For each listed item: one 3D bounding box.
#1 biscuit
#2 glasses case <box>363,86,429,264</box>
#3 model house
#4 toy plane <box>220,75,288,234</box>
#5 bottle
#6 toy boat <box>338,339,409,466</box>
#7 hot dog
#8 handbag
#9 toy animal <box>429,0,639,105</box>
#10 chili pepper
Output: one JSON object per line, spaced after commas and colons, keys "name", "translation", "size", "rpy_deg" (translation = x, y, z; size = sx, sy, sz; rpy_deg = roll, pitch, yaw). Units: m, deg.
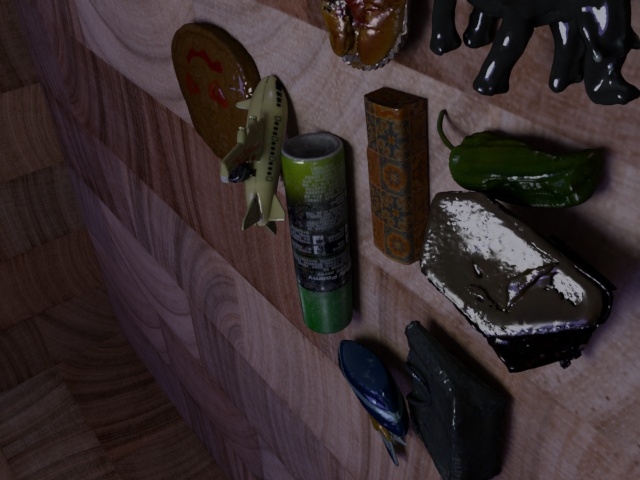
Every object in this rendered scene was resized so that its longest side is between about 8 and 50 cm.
{"name": "biscuit", "translation": [-0.187, -0.257, 1.134], "size": [0.273, 0.049, 0.257], "rpy_deg": [30, 138, 48]}
{"name": "glasses case", "translation": [0.096, -0.078, 0.807], "size": [0.075, 0.049, 0.218], "rpy_deg": [31, 138, 45]}
{"name": "model house", "translation": [0.204, 0.039, 0.667], "size": [0.141, 0.164, 0.203], "rpy_deg": [-49, 59, 21]}
{"name": "toy plane", "translation": [-0.092, -0.133, 0.980], "size": [0.092, 0.229, 0.244], "rpy_deg": [-5, 85, 23]}
{"name": "bottle", "translation": [0.000, 0.000, 0.989], "size": [0.093, 0.093, 0.330], "rpy_deg": [34, 140, 42]}
{"name": "toy boat", "translation": [0.106, 0.293, 1.096], "size": [0.220, 0.067, 0.291], "rpy_deg": [52, 168, 48]}
{"name": "hot dog", "translation": [0.040, -0.316, 0.671], "size": [0.144, 0.075, 0.267], "rpy_deg": [24, 131, 54]}
{"name": "handbag", "translation": [0.181, 0.252, 0.924], "size": [0.175, 0.089, 0.270], "rpy_deg": [48, 155, 47]}
{"name": "toy animal", "translation": [0.166, -0.194, 0.521], "size": [0.245, 0.115, 0.146], "rpy_deg": [40, 145, 36]}
{"name": "chili pepper", "translation": [0.183, -0.074, 0.651], "size": [0.204, 0.073, 0.072], "rpy_deg": [25, 148, 51]}
